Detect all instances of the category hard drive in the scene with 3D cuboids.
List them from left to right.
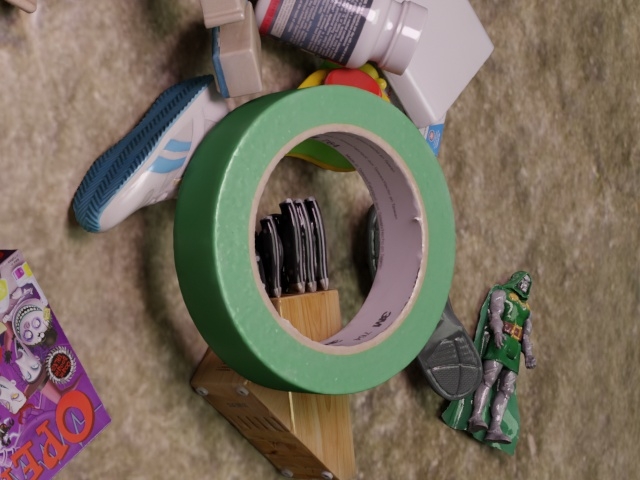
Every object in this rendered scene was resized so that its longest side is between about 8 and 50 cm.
[{"bbox_3d":[0.088,-0.310,1.994,0.307,0.040,0.203,59,39,-18],"label":"hard drive"}]

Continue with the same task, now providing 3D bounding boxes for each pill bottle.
[{"bbox_3d":[0.021,-0.251,1.858,0.180,0.108,0.108,21,67,-5],"label":"pill bottle"}]

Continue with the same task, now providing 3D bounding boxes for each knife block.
[{"bbox_3d":[-0.026,0.100,1.856,0.275,0.088,0.242,48,56,-32],"label":"knife block"}]

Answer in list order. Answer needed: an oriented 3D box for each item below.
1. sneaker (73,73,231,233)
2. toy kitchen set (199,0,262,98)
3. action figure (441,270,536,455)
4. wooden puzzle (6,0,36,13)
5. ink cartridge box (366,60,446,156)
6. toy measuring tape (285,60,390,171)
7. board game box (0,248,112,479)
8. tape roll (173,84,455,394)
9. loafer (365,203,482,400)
[{"bbox_3d":[-0.161,-0.074,1.726,0.228,0.087,0.092,-49,122,-36],"label":"sneaker"},{"bbox_3d":[-0.161,-0.253,1.726,0.122,0.166,0.207,-94,173,-58],"label":"toy kitchen set"},{"bbox_3d":[0.234,0.143,2.163,0.137,0.063,0.232,33,60,-38],"label":"action figure"},{"bbox_3d":[-0.336,-0.359,1.591,0.221,0.044,0.238,28,63,-43],"label":"wooden puzzle"},{"bbox_3d":[0.094,-0.162,2.032,0.122,0.052,0.088,28,67,-41],"label":"ink cartridge box"},{"bbox_3d":[-0.004,-0.101,1.857,0.330,0.121,0.121,-51,124,-46],"label":"toy measuring tape"},{"bbox_3d":[-0.354,0.185,1.530,0.347,0.056,0.208,-45,123,-39],"label":"board game box"},{"bbox_3d":[0.000,0.000,1.756,0.321,0.077,0.321,2,87,-39],"label":"tape roll"},{"bbox_3d":[0.111,0.069,2.033,0.096,0.084,0.267,-26,105,-13],"label":"loafer"}]
